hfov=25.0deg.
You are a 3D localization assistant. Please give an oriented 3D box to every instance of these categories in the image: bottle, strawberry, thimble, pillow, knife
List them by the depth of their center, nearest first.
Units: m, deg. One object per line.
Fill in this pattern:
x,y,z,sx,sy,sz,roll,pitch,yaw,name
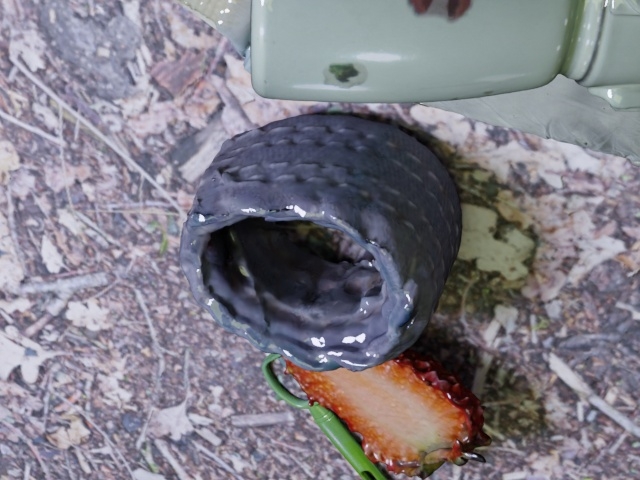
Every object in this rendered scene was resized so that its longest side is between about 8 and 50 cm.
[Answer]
0.126,-0.206,1.037,0.351,0.229,0.229,2,124,0,bottle
0.175,-0.144,1.184,0.229,0.051,0.128,17,124,12,pillow
0.000,0.000,1.273,0.236,0.172,0.205,28,125,3,thimble
0.071,0.133,1.385,0.208,0.087,0.167,48,142,-8,strawberry
0.007,0.199,1.498,0.054,0.015,0.212,-29,108,34,knife

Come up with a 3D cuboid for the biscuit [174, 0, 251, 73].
-0.144,-0.286,1.194,0.309,0.079,0.186,32,124,-3,biscuit
